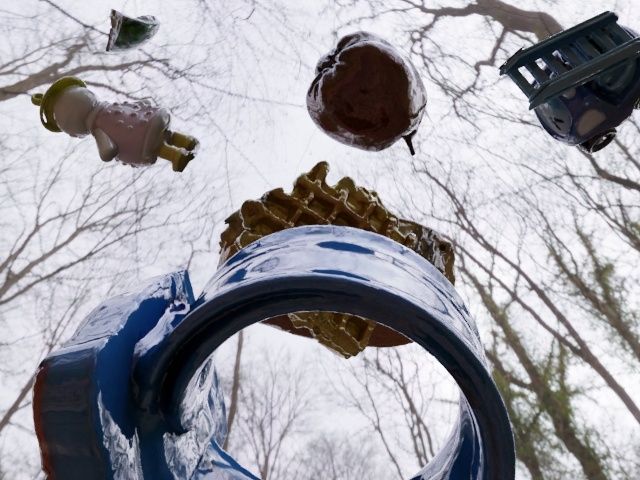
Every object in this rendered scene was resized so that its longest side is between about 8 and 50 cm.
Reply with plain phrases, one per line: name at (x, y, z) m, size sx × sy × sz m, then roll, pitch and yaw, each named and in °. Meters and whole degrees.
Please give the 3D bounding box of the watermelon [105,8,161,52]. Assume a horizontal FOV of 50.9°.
watermelon at (-0.257, -0.291, 0.907) m, size 0.085 × 0.085 × 0.061 m, roll -36°, pitch -85°, yaw 13°

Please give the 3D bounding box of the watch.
watch at (-0.013, 0.156, 0.450) m, size 0.274 × 0.241 × 0.305 m, roll -9°, pitch -75°, yaw 6°

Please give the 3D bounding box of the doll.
doll at (-0.251, -0.140, 0.812) m, size 0.207 × 0.129 × 0.081 m, roll 20°, pitch -48°, yaw 1°

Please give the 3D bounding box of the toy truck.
toy truck at (0.141, -0.090, 0.371) m, size 0.090 × 0.056 × 0.073 m, roll 4°, pitch -42°, yaw -46°

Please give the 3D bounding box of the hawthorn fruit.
hawthorn fruit at (0.097, -0.249, 1.232) m, size 0.208 × 0.208 × 0.248 m, roll -41°, pitch -63°, yaw 14°

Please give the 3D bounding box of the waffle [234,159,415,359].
waffle at (0.000, 0.000, 0.856) m, size 0.219 × 0.229 × 0.057 m, roll 36°, pitch -33°, yaw -12°

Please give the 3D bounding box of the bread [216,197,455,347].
bread at (0.025, 0.060, 1.117) m, size 0.389 × 0.183 × 0.236 m, roll 11°, pitch -32°, yaw 8°
